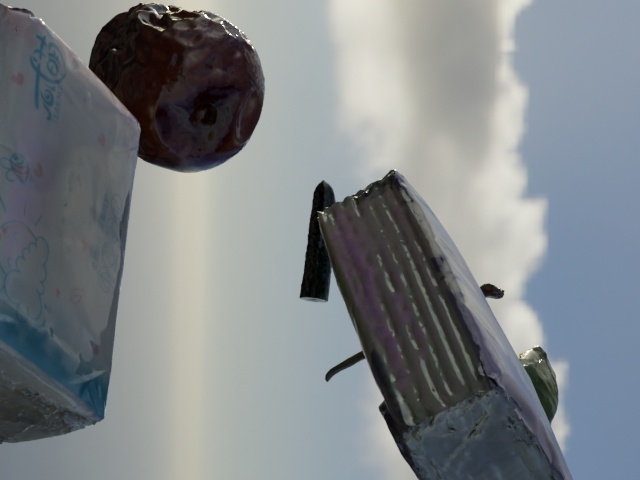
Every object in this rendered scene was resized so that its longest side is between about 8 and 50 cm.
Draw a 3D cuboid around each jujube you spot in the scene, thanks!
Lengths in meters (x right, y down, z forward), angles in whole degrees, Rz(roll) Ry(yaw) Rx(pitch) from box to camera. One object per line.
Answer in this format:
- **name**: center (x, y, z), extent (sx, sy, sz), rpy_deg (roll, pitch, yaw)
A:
- **jujube**: center (-0.146, -0.153, 1.625), extent (0.230, 0.155, 0.155), rpy_deg (30, -57, 58)

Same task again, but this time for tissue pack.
- **tissue pack**: center (0.122, 0.118, 1.618), extent (0.242, 0.125, 0.343), rpy_deg (54, 10, -38)
- **tissue pack**: center (-0.231, -0.009, 1.237), extent (0.201, 0.124, 0.271), rpy_deg (51, 36, -53)

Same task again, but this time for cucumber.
- **cucumber**: center (0.000, 0.000, 1.817), extent (0.032, 0.032, 0.133), rpy_deg (109, -13, -78)

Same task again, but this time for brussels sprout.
- **brussels sprout**: center (0.230, 0.208, 1.998), extent (0.181, 0.100, 0.139), rpy_deg (-41, 154, -29)

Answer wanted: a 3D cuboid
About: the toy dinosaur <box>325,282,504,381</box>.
- **toy dinosaur**: center (0.131, 0.113, 2.177), extent (0.199, 0.251, 0.072), rpy_deg (-58, 136, -18)
